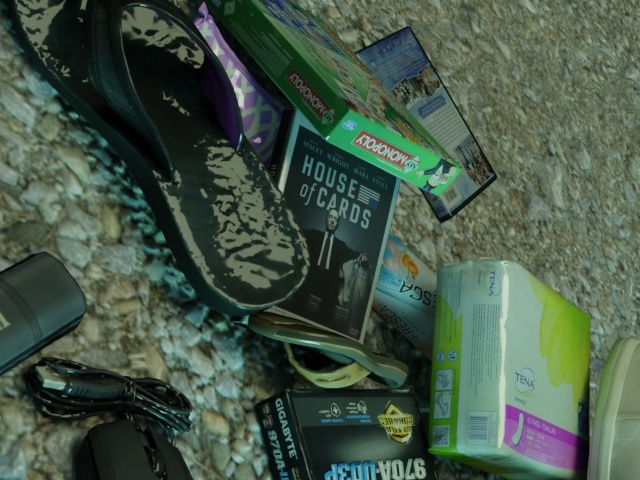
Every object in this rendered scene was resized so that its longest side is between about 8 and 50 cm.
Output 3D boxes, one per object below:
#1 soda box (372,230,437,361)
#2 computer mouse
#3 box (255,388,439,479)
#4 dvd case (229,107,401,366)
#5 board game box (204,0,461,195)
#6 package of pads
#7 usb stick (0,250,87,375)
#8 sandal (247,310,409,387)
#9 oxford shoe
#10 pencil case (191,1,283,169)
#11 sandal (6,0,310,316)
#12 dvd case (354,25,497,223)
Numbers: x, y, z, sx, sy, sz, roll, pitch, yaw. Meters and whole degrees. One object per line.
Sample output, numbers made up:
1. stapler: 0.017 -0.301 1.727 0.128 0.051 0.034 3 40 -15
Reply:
1. soda box: 0.104 0.065 1.641 0.183 0.063 0.058 42 39 -27
2. computer mouse: -0.155 0.227 1.182 0.188 0.072 0.272 21 51 -45
3. box: 0.039 0.243 1.442 0.220 0.051 0.175 9 60 -50
4. dvd case: 0.000 0.000 1.500 0.179 0.029 0.239 25 73 -41
5. board game box: 0.004 -0.188 1.570 0.213 0.046 0.317 23 22 -48
6. package of pads: 0.231 0.157 1.625 0.296 0.101 0.229 29 61 -56
7. usb stick: -0.291 0.085 1.127 0.077 0.045 0.278 60 34 -4
8. sandal: 0.009 0.126 1.440 0.219 0.090 0.060 29 80 -48
9. oxford shoe: 0.376 0.306 1.633 0.449 0.130 0.169 -76 159 -43
10. pencil case: -0.095 -0.152 1.510 0.206 0.088 0.086 48 30 -19
11. sandal: -0.143 -0.138 1.363 0.167 0.107 0.446 -35 90 -34
12. dvd case: 0.142 -0.163 1.887 0.253 0.022 0.180 59 33 -4
